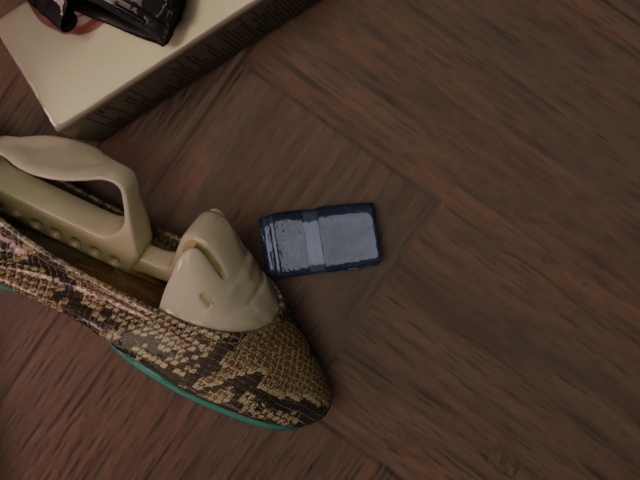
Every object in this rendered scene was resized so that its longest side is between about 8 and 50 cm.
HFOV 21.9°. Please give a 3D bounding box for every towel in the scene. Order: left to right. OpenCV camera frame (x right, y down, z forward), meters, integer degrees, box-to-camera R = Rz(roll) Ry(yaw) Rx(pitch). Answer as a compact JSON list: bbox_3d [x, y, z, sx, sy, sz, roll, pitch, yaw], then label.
[{"bbox_3d":[0.000,0.000,1.652,0.119,0.029,0.067,-7,91,7],"label":"towel"}]

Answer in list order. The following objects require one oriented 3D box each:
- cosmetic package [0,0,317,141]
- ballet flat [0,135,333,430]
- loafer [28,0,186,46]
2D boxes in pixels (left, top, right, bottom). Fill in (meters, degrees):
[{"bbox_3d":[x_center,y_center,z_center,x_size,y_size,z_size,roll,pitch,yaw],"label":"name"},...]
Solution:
[{"bbox_3d":[-0.145,-0.229,1.601,0.296,0.153,0.129,-32,86,5],"label":"cosmetic package"},{"bbox_3d":[-0.191,0.015,1.596,0.483,0.164,0.182,26,123,7],"label":"ballet flat"},{"bbox_3d":[-0.233,-0.230,1.499,0.223,0.076,0.078,13,80,7],"label":"loafer"}]
